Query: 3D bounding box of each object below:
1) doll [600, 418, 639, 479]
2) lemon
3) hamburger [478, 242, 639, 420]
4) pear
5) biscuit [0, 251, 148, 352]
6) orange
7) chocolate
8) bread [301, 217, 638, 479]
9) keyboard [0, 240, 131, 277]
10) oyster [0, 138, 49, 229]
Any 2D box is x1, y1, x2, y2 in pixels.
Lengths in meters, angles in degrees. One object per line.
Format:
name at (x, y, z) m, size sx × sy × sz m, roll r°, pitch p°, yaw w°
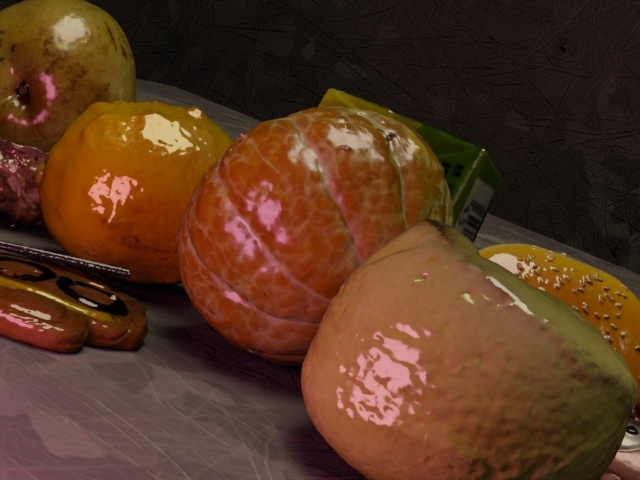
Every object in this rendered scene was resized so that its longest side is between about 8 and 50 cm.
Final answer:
doll at (0.330, 0.240, 1.478) m, size 0.262 × 0.093 × 0.211 m, roll 24°, pitch 16°, yaw 11°
lemon at (-0.214, -0.057, 1.706) m, size 0.288 × 0.233 × 0.233 m, roll 9°, pitch 11°, yaw -12°
hamburger at (0.270, 0.126, 1.639) m, size 0.295 × 0.227 × 0.151 m, roll 15°, pitch -13°, yaw -12°
pear at (-0.441, -0.239, 2.186) m, size 0.304 × 0.304 × 0.304 m, roll 18°, pitch 9°, yaw -3°
biscuit at (-0.283, 0.060, 1.475) m, size 0.208 × 0.041 × 0.290 m, roll 20°, pitch 10°, yaw -2°
orange at (0.000, 0.000, 1.559) m, size 0.329 × 0.329 × 0.249 m, roll 7°, pitch 38°, yaw -51°
chocolate at (0.083, -0.029, 1.966) m, size 0.289 × 0.300 × 0.137 m, roll 26°, pitch -1°, yaw 35°
bread at (0.138, 0.136, 1.318) m, size 0.320 × 0.237 × 0.320 m, roll 33°, pitch 8°, yaw -6°
keyboard at (-0.314, 0.015, 1.543) m, size 0.202 × 0.011 × 0.067 m, roll 13°, pitch 0°, yaw -11°
oyster at (-0.432, -0.071, 1.832) m, size 0.396 × 0.111 × 0.204 m, roll 13°, pitch -6°, yaw -31°
